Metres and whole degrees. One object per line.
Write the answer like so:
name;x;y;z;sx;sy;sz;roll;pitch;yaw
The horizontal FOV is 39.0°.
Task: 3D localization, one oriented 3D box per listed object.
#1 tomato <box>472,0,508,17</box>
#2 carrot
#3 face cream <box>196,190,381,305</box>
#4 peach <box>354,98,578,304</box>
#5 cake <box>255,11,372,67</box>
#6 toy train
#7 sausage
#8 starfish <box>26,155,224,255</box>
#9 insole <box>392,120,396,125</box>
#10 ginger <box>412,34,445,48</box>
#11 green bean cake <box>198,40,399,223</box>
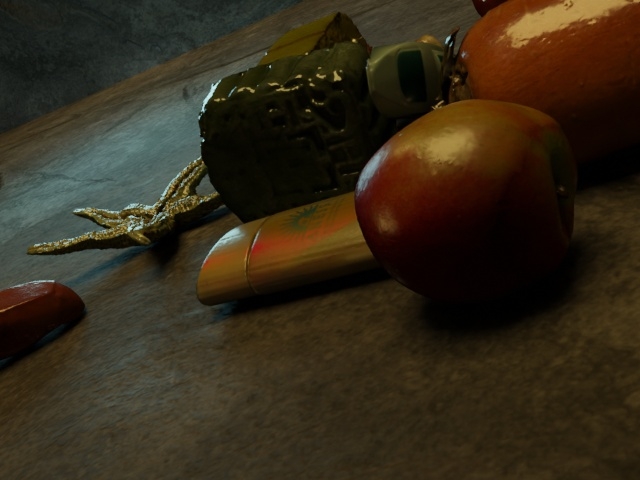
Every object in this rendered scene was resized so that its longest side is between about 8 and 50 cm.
tomato;0.365;-0.470;1.479;0.226;0.299;0.298;6;18;-11
carrot;0.249;-0.175;0.963;0.331;0.193;0.214;-25;54;20
face cream;0.000;0.000;1.019;0.285;0.067;0.139;-15;28;26
peach;0.122;-0.032;0.799;0.197;0.197;0.197;-22;21;9
cake;-0.004;-0.227;1.408;0.156;0.179;0.260;-15;31;34
toy train;0.137;-0.199;1.143;0.088;0.087;0.407;-6;7;15
sausage;-0.406;0.105;1.216;0.179;0.089;0.089;-24;18;-25
starfish;-0.266;-0.047;1.422;0.357;0.078;0.347;1;34;50
insole;0.065;-0.128;1.184;0.053;0.153;0.002;19;55;3
ginger;0.112;-0.221;1.390;0.294;0.086;0.131;-51;2;-41
green bean cake;-0.022;-0.112;1.116;0.227;0.223;0.125;-12;31;24
